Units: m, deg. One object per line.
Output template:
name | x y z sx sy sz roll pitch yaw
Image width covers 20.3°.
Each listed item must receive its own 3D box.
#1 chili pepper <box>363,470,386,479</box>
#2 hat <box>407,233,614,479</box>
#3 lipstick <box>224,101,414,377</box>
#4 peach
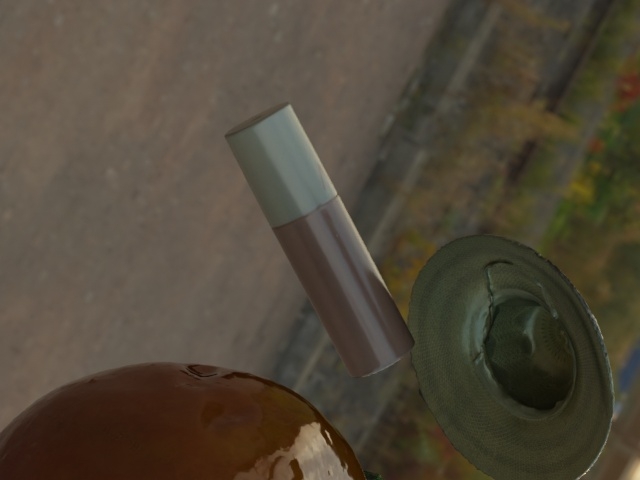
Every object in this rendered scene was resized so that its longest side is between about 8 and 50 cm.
chili pepper | 0.004 0.358 2.013 0.224 0.098 0.061 -46 156 -19
hat | 0.206 0.103 1.680 0.110 0.252 0.252 -19 143 -40
lipstick | 0.000 0.000 1.640 0.070 0.254 0.070 -27 -170 5
peach | -0.114 0.259 1.263 0.343 0.301 0.343 -11 90 -72
